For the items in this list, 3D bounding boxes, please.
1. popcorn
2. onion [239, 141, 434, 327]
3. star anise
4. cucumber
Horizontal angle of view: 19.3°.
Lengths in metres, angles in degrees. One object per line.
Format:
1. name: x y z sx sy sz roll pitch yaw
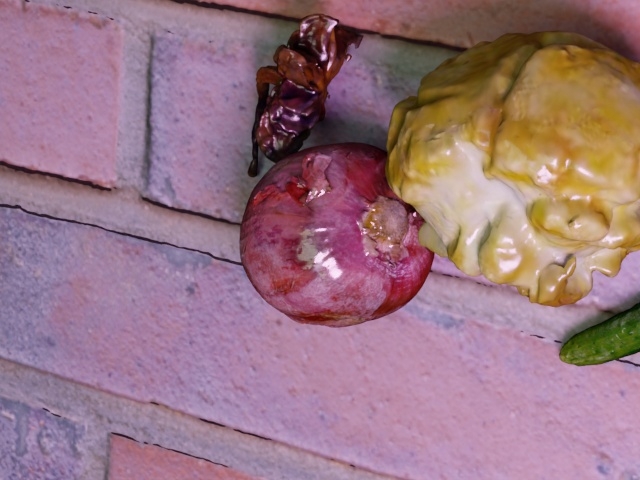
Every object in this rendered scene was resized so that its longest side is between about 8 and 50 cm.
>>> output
1. popcorn: 0.160 -0.064 1.395 0.221 0.204 0.184 17 124 45
2. onion: 0.000 0.000 1.544 0.195 0.159 0.159 -15 93 56
3. star anise: -0.026 -0.113 1.567 0.070 0.097 0.191 24 131 6
4. cucumber: 0.251 0.065 1.463 0.168 0.039 0.039 -30 85 33
